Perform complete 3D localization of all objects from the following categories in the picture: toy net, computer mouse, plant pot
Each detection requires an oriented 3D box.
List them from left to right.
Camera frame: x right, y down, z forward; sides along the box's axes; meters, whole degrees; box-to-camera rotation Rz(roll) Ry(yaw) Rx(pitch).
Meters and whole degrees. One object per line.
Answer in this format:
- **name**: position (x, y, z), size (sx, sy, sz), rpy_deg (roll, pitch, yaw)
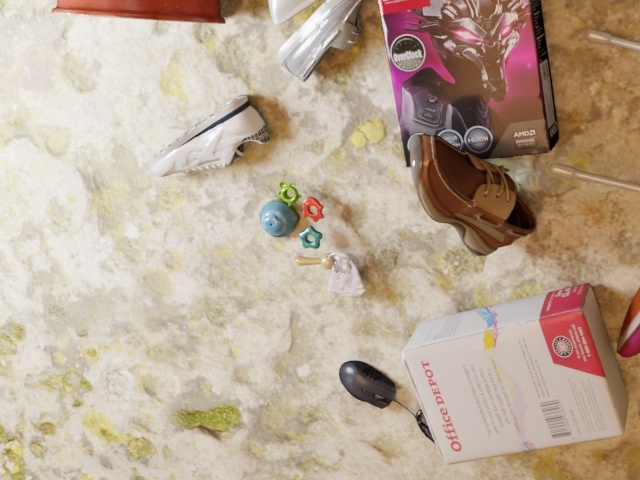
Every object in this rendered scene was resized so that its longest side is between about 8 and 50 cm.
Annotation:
- **plant pot**: position (-0.277, -0.478, 1.523), size (0.272, 0.272, 0.265), rpy_deg (8, 103, 19)
- **toy net**: position (0.000, 0.000, 1.696), size (0.232, 0.045, 0.122), rpy_deg (41, 116, 2)
- **computer mouse**: position (0.133, 0.297, 1.751), size (0.242, 0.041, 0.071), rpy_deg (33, 117, 7)

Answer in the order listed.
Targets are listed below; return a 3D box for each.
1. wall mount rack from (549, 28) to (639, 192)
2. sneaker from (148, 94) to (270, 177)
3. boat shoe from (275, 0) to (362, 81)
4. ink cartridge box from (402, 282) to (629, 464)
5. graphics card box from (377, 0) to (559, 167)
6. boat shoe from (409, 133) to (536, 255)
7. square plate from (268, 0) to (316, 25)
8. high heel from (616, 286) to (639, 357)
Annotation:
- **wall mount rack**: position (0.499, -0.163, 1.365), size (0.304, 0.130, 0.350), rpy_deg (21, 99, 50)
- **sneaker**: position (-0.197, -0.157, 1.695), size (0.235, 0.090, 0.095), rpy_deg (-27, 107, 29)
- **boat shoe**: position (0.024, -0.335, 1.546), size (0.081, 0.079, 0.227), rpy_deg (45, 128, -8)
- **ink cartridge box**: position (0.319, 0.219, 1.599), size (0.306, 0.131, 0.226), rpy_deg (-15, 103, 27)
- **graphics card box**: position (0.216, -0.305, 1.471), size (0.233, 0.094, 0.371), rpy_deg (-4, 108, 23)
- **boat shoe**: position (0.231, -0.078, 1.452), size (0.116, 0.324, 0.123), rpy_deg (-15, 65, 26)
- **square plate**: position (0.029, -0.523, 1.376), size (0.347, 0.049, 0.344), rpy_deg (-28, 57, 28)
- **high heel**: position (0.600, 0.063, 1.441), size (0.181, 0.127, 0.377), rpy_deg (31, 121, 2)
